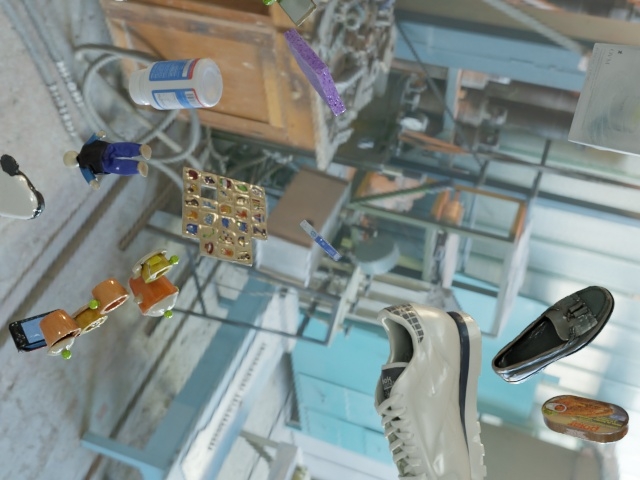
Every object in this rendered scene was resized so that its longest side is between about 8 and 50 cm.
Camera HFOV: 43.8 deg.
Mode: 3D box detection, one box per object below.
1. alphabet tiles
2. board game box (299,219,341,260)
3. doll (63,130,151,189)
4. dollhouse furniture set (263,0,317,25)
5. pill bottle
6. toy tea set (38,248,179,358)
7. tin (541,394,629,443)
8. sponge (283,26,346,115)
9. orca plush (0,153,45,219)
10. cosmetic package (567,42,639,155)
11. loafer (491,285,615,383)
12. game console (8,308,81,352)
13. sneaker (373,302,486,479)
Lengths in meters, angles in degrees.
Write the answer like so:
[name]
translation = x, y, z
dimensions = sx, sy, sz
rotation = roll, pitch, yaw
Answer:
[alphabet tiles]
translation = -0.209, -0.051, 1.753
dimensions = 0.009, 0.198, 0.237
rotation = -52, -146, 43
[board game box]
translation = 0.000, 0.000, 1.897
dimensions = 0.020, 0.090, 0.090
rotation = -44, 134, 2
[doll]
translation = -0.451, -0.165, 1.653
dimensions = 0.046, 0.189, 0.129
rotation = 45, 50, -71
[dollhouse furniture set]
translation = -0.063, -0.492, 1.512
dimensions = 0.198, 0.151, 0.301
rotation = -38, -177, 23
[pill bottle]
translation = -0.373, -0.398, 2.032
dimensions = 0.124, 0.222, 0.124
rotation = 3, 90, -66
[toy tea set]
translation = -0.441, 0.159, 1.737
dimensions = 0.336, 0.124, 0.200
rotation = -33, 173, -17
[tin]
translation = 0.582, 0.393, 1.752
dimensions = 0.106, 0.190, 0.040
rotation = -31, 119, -44
[sponge]
translation = -0.013, -0.359, 1.684
dimensions = 0.031, 0.210, 0.117
rotation = -31, 133, -1
[orca plush]
translation = -0.719, -0.122, 1.753
dimensions = 0.102, 0.287, 0.151
rotation = -20, 120, -76
[cosmetic package]
translation = 0.691, -0.296, 1.722
dimensions = 0.138, 0.225, 0.224
rotation = 6, 101, -38
[loafer]
translation = 0.442, 0.181, 1.520
dimensions = 0.267, 0.096, 0.084
rotation = -42, 146, 15
[game console]
translation = -0.692, 0.224, 1.998
dimensions = 0.144, 0.124, 0.085
rotation = -16, 154, -35
[sneaker]
translation = 0.094, 0.176, 0.750
dimensions = 0.090, 0.095, 0.235
rotation = -29, -123, 54
